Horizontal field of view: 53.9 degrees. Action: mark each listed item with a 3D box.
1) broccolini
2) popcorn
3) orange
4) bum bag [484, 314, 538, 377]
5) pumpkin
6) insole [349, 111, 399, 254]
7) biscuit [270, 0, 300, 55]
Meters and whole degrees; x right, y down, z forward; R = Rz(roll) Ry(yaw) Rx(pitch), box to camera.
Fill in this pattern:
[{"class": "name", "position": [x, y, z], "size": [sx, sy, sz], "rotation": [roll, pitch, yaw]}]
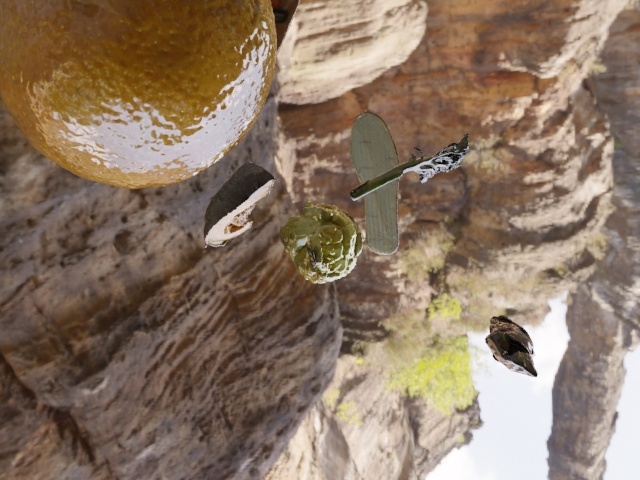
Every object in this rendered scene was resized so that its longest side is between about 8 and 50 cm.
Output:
[{"class": "broccolini", "position": [0.160, -0.125, 1.196], "size": [0.271, 0.123, 0.062], "rotation": [-23, -115, -22]}, {"class": "popcorn", "position": [0.008, -0.003, 2.041], "size": [0.237, 0.293, 0.293], "rotation": [-24, -151, -21]}, {"class": "orange", "position": [-0.164, -0.180, 0.577], "size": [0.264, 0.264, 0.264], "rotation": [-10, -154, 5]}, {"class": "bum bag", "position": [0.482, 0.267, 1.588], "size": [0.095, 0.144, 0.340], "rotation": [-49, 169, 12]}, {"class": "pumpkin", "position": [-0.243, -0.093, 1.620], "size": [0.163, 0.111, 0.278], "rotation": [-31, 168, -34]}, {"class": "insole", "position": [0.128, -0.122, 1.438], "size": [0.118, 0.349, 0.009], "rotation": [7, -152, 28]}, {"class": "biscuit", "position": [-0.121, -0.374, 0.827], "size": [0.278, 0.302, 0.043], "rotation": [-27, -175, -6]}]
